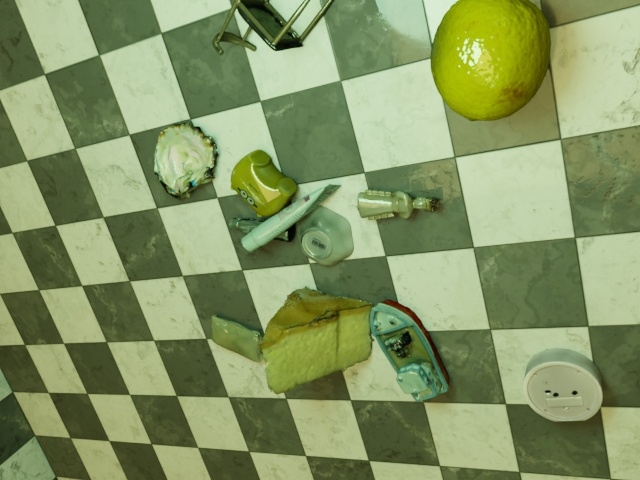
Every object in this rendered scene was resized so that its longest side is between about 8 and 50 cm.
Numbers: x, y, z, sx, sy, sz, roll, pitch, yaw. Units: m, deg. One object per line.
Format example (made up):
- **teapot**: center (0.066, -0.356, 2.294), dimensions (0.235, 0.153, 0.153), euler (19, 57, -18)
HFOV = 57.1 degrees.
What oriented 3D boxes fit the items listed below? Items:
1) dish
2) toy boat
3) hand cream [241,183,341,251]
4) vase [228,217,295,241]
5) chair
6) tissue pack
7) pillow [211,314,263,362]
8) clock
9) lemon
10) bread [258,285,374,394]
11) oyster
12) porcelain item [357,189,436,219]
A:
- **dish**: center (0.000, 0.000, 1.701), dimensions (0.190, 0.066, 0.191), euler (11, 118, 21)
- **toy boat**: center (0.243, 0.320, 1.699), dimensions (0.145, 0.133, 0.332), euler (-24, 101, 33)
- **hand cream**: center (-0.085, -0.066, 1.662), dimensions (0.331, 0.085, 0.058), euler (-30, 76, 23)
- **vase**: center (-0.181, -0.040, 1.770), dimensions (0.211, 0.060, 0.060), euler (10, 117, 19)
- **chair**: center (-0.124, -0.537, 1.439), dimensions (0.166, 0.188, 0.272), euler (46, 120, 0)
- **tissue pack**: center (-0.166, -0.157, 1.669), dimensions (0.178, 0.123, 0.127), euler (46, 123, 0)
- **pillow**: center (-0.286, 0.334, 2.001), dimensions (0.208, 0.053, 0.119), euler (19, 118, 20)
- **clock**: center (0.650, 0.391, 1.580), dimensions (0.196, 0.068, 0.197), euler (11, 118, 21)
- **lemon**: center (0.357, -0.390, 1.244), dimensions (0.267, 0.267, 0.268), euler (10, 117, 21)
- **bread**: center (0.003, 0.301, 1.710), dimensions (0.278, 0.315, 0.249), euler (5, 117, 12)
- **oyster**: center (-0.407, -0.231, 1.774), dimensions (0.198, 0.092, 0.260), euler (25, 112, 13)
- **porcelain item**: center (0.206, -0.098, 1.564), dimensions (0.213, 0.054, 0.084), euler (-1, 116, 26)
